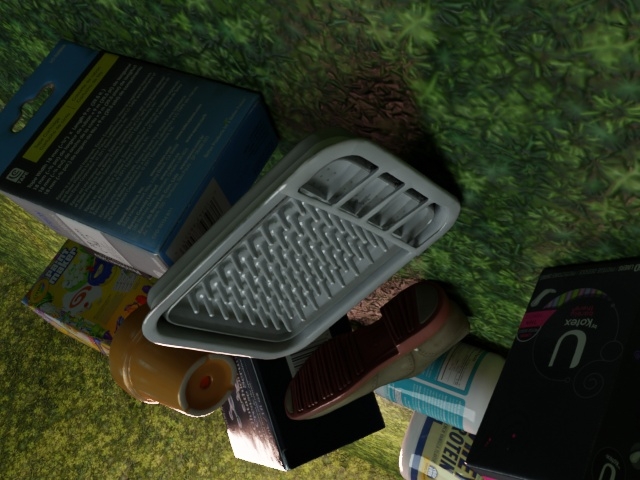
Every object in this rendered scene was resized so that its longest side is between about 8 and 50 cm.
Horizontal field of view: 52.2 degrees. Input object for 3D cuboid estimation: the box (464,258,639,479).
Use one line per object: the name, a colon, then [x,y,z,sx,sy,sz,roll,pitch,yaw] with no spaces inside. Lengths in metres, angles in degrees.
box: [0.310,0.173,0.737,0.143,0.270,0.165,37,156,-19]

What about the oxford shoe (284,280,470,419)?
oxford shoe: [0.093,0.211,1.076,0.348,0.123,0.130,-36,127,22]

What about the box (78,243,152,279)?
box: [-0.363,-0.067,1.165,0.169,0.167,0.203,18,155,25]

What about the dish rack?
dish rack: [-0.024,0.011,0.760,0.286,0.333,0.072,21,-148,-52]

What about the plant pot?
plant pot: [-0.264,0.235,1.244,0.188,0.205,0.205,21,158,42]

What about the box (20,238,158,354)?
box: [-0.425,0.097,1.431,0.279,0.289,0.177,22,157,18]

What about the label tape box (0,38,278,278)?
label tape box: [-0.260,-0.111,0.855,0.334,0.240,0.106,21,158,22]

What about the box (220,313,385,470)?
box: [-0.081,0.280,1.345,0.395,0.212,0.293,-36,72,66]

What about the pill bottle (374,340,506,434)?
pill bottle: [0.234,0.251,1.159,0.264,0.146,0.146,17,155,29]

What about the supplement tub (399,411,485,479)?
supplement tub: [0.344,0.437,1.321,0.316,0.228,0.228,18,155,25]
